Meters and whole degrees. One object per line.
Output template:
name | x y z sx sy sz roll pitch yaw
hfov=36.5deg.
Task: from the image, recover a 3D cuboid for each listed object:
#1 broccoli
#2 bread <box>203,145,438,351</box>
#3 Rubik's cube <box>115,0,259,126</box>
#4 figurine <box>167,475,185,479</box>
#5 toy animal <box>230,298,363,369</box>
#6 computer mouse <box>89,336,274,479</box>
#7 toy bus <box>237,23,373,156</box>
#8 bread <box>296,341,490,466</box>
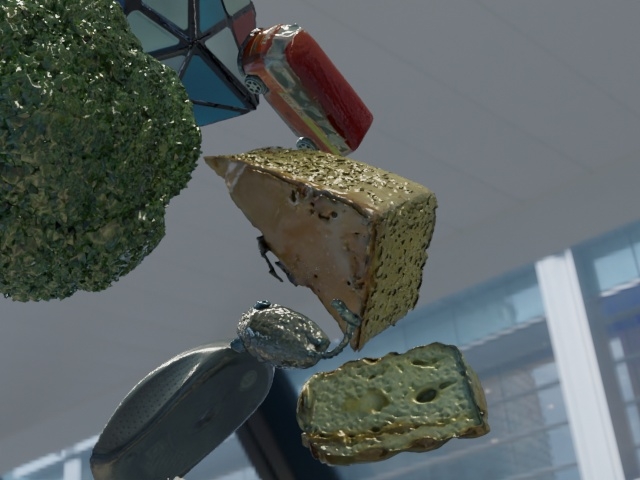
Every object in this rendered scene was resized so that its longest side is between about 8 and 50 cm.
broccoli | -0.314 -0.109 1.031 0.413 0.321 0.310 8 -38 -32
bread | 0.000 0.000 1.543 0.315 0.279 0.248 13 24 32
Rubik's cube | -0.271 -0.358 1.736 0.246 0.250 0.248 -12 -24 21
figurine | -0.079 0.354 1.155 0.245 0.110 0.138 21 -61 -4
toy animal | -0.022 0.106 1.058 0.079 0.070 0.253 22 -13 -26
computer mouse | -0.240 0.289 1.613 0.371 0.122 0.188 -42 -42 -18
toy bus | -0.022 -0.257 1.674 0.120 0.121 0.265 -4 -43 46
bread | 0.086 0.204 1.191 0.232 0.128 0.088 -12 -23 4
